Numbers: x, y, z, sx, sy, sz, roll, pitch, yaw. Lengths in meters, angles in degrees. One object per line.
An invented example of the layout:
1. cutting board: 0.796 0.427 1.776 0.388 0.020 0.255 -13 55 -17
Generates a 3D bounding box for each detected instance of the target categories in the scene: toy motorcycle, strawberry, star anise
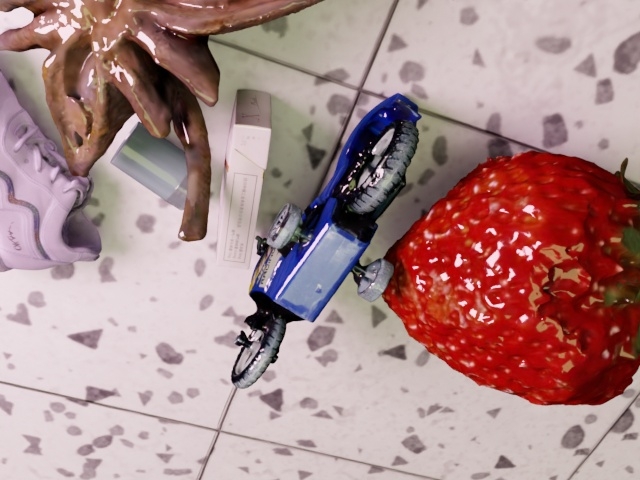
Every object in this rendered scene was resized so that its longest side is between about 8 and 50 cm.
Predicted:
1. toy motorcycle: 0.000 0.000 0.708 0.113 0.169 0.315 31 107 -12
2. strawberry: 0.189 0.038 0.701 0.276 0.257 0.257 -4 130 40
3. star anise: -0.153 -0.189 0.585 0.349 0.109 0.292 48 122 -4

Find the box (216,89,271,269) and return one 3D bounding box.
1. box: -0.076 -0.059 0.703 0.040 0.084 0.155 9 122 -7

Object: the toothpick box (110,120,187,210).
1. toothpick box: -0.157 -0.073 0.709 0.083 0.052 0.052 35 115 -21

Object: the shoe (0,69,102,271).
1. shoe: -0.288 -0.068 0.688 0.137 0.095 0.245 1 126 -7
